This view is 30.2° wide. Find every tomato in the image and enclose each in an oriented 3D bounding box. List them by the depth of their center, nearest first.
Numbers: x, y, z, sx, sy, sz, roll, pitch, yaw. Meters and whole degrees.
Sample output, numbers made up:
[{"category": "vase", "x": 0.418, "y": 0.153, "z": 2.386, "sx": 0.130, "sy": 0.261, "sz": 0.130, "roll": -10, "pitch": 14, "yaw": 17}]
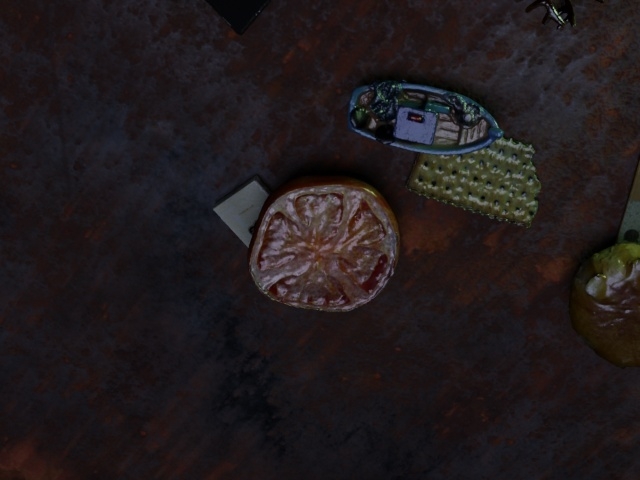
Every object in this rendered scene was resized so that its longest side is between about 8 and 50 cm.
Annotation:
[{"category": "tomato", "x": 0.000, "y": 0.000, "z": 1.811, "sx": 0.236, "sy": 0.095, "sz": 0.237, "roll": -3, "pitch": 113, "yaw": -7}]

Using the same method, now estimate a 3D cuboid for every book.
[{"category": "book", "x": 0.516, "y": -0.055, "z": 1.765, "sx": 0.118, "sy": 0.012, "sz": 0.172, "roll": 8, "pitch": 122, "yaw": 2}]

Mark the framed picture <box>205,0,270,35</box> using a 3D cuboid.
[{"category": "framed picture", "x": -0.093, "y": -0.468, "z": 1.557, "sx": 0.244, "sy": 0.013, "sz": 0.324, "roll": 46, "pitch": 118, "yaw": 2}]

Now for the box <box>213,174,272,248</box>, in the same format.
[{"category": "box", "x": -0.082, "y": -0.017, "z": 1.869, "sx": 0.090, "sy": 0.024, "sz": 0.167, "roll": -33, "pitch": 112, "yaw": 23}]

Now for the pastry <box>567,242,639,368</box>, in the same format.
[{"category": "pastry", "x": 0.486, "y": 0.101, "z": 1.810, "sx": 0.218, "sy": 0.100, "sz": 0.229, "roll": 9, "pitch": 123, "yaw": -1}]

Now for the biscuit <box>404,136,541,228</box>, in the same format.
[{"category": "biscuit", "x": 0.239, "y": -0.102, "z": 1.774, "sx": 0.203, "sy": 0.016, "sz": 0.144, "roll": 16, "pitch": 122, "yaw": -1}]

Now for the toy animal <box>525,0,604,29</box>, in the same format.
[{"category": "toy animal", "x": 0.350, "y": -0.427, "z": 1.535, "sx": 0.260, "sy": 0.087, "sz": 0.243, "roll": -26, "pitch": 99, "yaw": 27}]

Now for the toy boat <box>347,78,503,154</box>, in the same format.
[{"category": "toy boat", "x": 0.150, "y": -0.173, "z": 1.688, "sx": 0.223, "sy": 0.097, "sz": 0.100, "roll": 10, "pitch": 104, "yaw": 5}]
